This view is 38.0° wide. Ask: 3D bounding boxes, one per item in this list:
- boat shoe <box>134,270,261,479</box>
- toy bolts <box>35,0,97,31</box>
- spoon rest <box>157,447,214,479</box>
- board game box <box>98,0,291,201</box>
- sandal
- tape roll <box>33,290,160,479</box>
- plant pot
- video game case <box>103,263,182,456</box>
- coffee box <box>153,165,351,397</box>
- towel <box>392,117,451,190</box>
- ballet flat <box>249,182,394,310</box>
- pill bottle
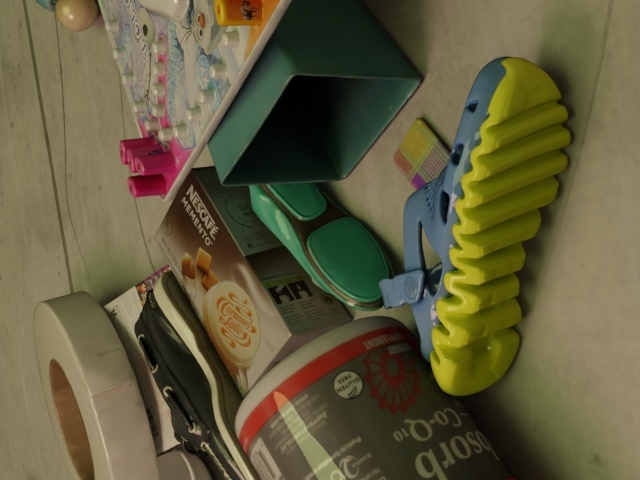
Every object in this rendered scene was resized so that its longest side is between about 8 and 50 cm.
[{"bbox_3d":[-0.136,0.201,1.133,0.113,0.127,0.340,-44,68,23],"label":"boat shoe"},{"bbox_3d":[-0.382,-0.397,1.301,0.158,0.218,0.228,55,152,17],"label":"toy bolts"},{"bbox_3d":[-0.162,0.395,1.295,0.276,0.084,0.137,39,125,35],"label":"spoon rest"},{"bbox_3d":[-0.176,-0.293,0.953,0.390,0.050,0.389,-46,59,54],"label":"board game box"},{"bbox_3d":[0.126,-0.017,0.855,0.138,0.126,0.317,36,122,43],"label":"sandal"},{"bbox_3d":[-0.345,0.270,1.412,0.392,0.072,0.391,39,137,50],"label":"tape roll"},{"bbox_3d":[-0.045,-0.202,0.982,0.165,0.166,0.234,-50,56,42],"label":"plant pot"},{"bbox_3d":[-0.188,0.153,1.272,0.210,0.042,0.232,-32,74,34],"label":"video game case"},{"bbox_3d":[-0.088,0.043,1.121,0.246,0.098,0.141,58,135,22],"label":"coffee box"},{"bbox_3d":[0.109,-0.078,0.941,0.083,0.009,0.060,53,132,26],"label":"towel"},{"bbox_3d":[0.000,0.000,1.043,0.247,0.083,0.087,50,156,29],"label":"ballet flat"},{"bbox_3d":[0.090,0.269,0.887,0.363,0.210,0.210,55,133,24],"label":"pill bottle"}]
